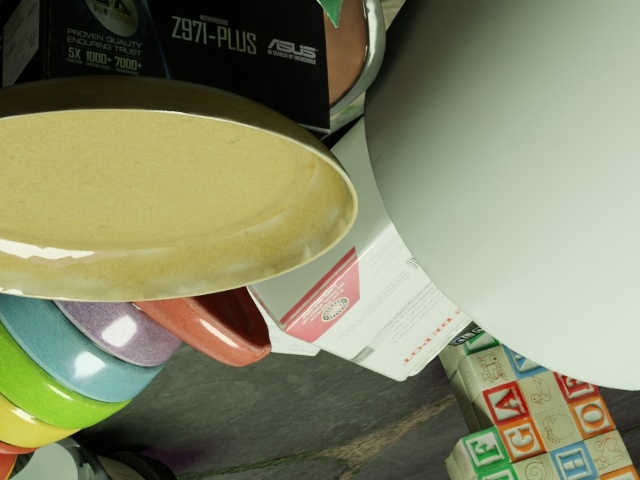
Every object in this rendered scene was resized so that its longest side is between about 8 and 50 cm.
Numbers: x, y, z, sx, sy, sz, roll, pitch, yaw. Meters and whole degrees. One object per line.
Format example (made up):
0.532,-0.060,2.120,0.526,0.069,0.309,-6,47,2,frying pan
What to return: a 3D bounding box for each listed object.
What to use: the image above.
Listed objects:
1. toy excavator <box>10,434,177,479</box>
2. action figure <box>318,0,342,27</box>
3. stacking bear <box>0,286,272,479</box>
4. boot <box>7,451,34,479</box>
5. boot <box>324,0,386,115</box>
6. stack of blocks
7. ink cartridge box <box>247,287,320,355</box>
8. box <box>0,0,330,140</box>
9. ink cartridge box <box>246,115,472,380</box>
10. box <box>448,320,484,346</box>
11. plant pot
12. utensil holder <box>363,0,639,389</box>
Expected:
-0.338,0.392,1.509,0.445,0.433,0.222,-52,156,-1,toy excavator
-0.039,-0.201,0.612,0.232,0.063,0.137,27,86,-33,action figure
-0.199,0.075,0.992,0.289,0.175,0.164,-39,125,17,stacking bear
-0.302,0.181,1.244,0.137,0.077,0.198,-31,177,33,boot
-0.094,-0.132,0.762,0.280,0.096,0.264,-9,163,-20,boot
0.227,0.223,1.597,0.171,0.297,0.087,-15,159,-15,stack of blocks
0.000,0.000,1.233,0.225,0.056,0.181,-51,149,17,ink cartridge box
-0.102,-0.065,0.755,0.147,0.078,0.180,9,155,-28,box
0.053,0.013,1.166,0.158,0.092,0.218,-45,148,9,ink cartridge box
0.163,0.040,1.456,0.184,0.045,0.190,-29,158,23,box
-0.100,-0.023,0.712,0.236,0.032,0.236,-2,158,-1,plant pot
0.233,-0.132,0.768,0.327,0.328,0.385,-9,157,-30,utensil holder
